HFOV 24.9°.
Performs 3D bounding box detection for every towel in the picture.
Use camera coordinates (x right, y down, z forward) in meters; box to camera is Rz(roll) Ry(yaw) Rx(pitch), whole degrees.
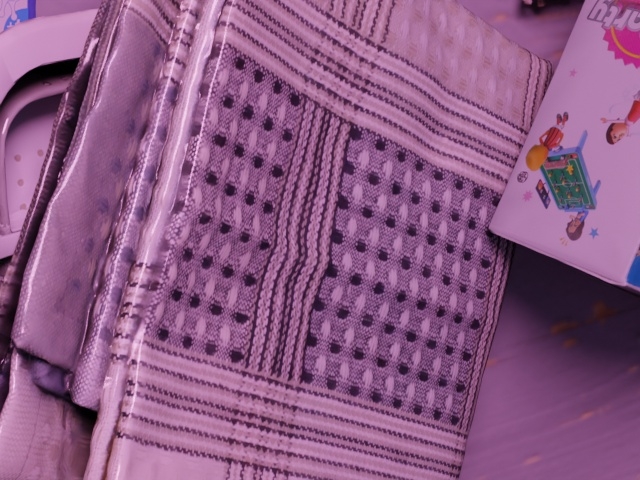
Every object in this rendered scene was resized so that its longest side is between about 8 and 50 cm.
[{"bbox_3d":[0.000,0.000,0.672,0.324,0.056,0.312,26,77,-49],"label":"towel"}]

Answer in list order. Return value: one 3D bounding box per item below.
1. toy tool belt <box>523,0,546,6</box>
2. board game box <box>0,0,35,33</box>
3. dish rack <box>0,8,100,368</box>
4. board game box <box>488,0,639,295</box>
[{"bbox_3d":[0.133,-0.152,0.801,0.083,0.052,0.051,-21,101,-19],"label":"toy tool belt"},{"bbox_3d":[-0.265,0.048,0.598,0.318,0.066,0.318,-10,107,-42],"label":"board game box"},{"bbox_3d":[-0.065,0.048,0.700,0.285,0.072,0.333,-20,111,-47],"label":"dish rack"},{"bbox_3d":[0.240,-0.106,0.798,0.224,0.097,0.303,19,94,-48],"label":"board game box"}]
